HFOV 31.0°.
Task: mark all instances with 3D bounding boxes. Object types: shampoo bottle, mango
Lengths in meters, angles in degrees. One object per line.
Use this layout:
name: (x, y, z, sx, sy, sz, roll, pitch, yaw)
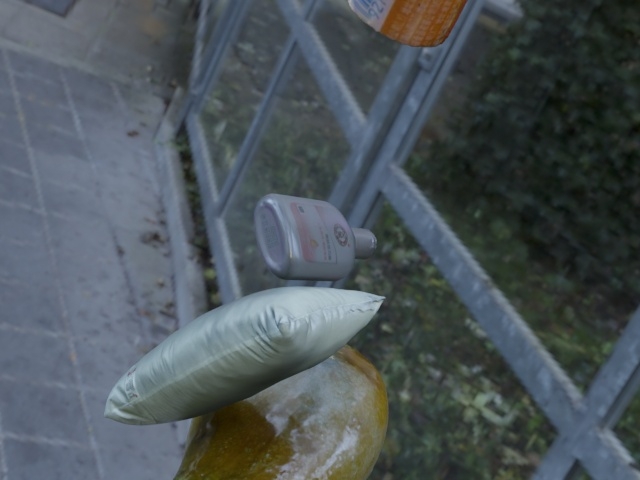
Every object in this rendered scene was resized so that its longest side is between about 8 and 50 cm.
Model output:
shampoo bottle: (0.000, 0.000, 1.081, 0.165, 0.040, 0.080, 5, 65, -57)
mango: (-0.043, 0.196, 1.151, 0.193, 0.146, 0.316, 11, 23, 22)

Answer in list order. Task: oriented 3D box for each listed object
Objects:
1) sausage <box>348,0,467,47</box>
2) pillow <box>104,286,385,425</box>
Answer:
sausage: (0.125, -0.300, 0.883, 0.093, 0.312, 0.093, 19, 35, -14)
pillow: (-0.069, 0.099, 1.020, 0.144, 0.254, 0.078, -4, 71, -48)
